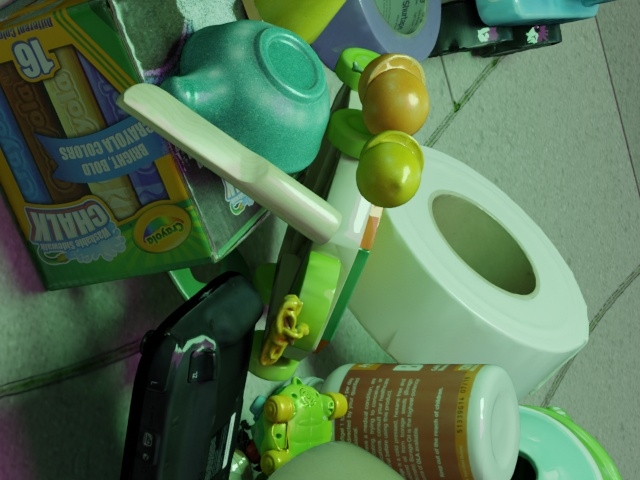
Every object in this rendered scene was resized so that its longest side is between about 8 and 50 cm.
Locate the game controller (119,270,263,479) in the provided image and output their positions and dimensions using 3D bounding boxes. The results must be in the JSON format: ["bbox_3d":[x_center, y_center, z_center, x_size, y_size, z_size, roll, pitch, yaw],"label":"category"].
[{"bbox_3d":[-0.113,0.181,1.389,0.166,0.067,0.319,-55,160,-60],"label":"game controller"}]

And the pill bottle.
[{"bbox_3d":[0.071,0.176,1.634,0.121,0.216,0.121,-1,90,-66],"label":"pill bottle"}]

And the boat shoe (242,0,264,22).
[{"bbox_3d":[-0.045,-0.328,1.684,0.122,0.120,0.324,48,44,-40],"label":"boat shoe"}]

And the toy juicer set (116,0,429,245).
[{"bbox_3d":[-0.023,-0.085,1.326,0.209,0.089,0.329,48,37,-6],"label":"toy juicer set"}]

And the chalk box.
[{"bbox_3d":[-0.144,-0.076,1.416,0.180,0.179,0.289,-45,121,-53],"label":"chalk box"}]

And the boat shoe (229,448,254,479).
[{"bbox_3d":[-0.079,0.257,1.555,0.045,0.050,0.135,-21,99,-39],"label":"boat shoe"}]

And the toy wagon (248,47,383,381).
[{"bbox_3d":[0.000,0.000,1.517,0.344,0.068,0.267,-83,-167,-58],"label":"toy wagon"}]

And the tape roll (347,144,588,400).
[{"bbox_3d":[0.140,0.035,1.773,0.286,0.100,0.286,32,28,-20],"label":"tape roll"}]

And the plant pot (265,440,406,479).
[{"bbox_3d":[0.039,0.340,1.474,0.284,0.191,0.284,-34,136,-40],"label":"plant pot"}]

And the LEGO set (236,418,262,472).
[{"bbox_3d":[-0.068,0.191,1.613,0.083,0.023,0.054,-17,100,-71],"label":"LEGO set"}]

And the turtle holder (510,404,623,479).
[{"bbox_3d":[0.192,0.319,1.757,0.227,0.243,0.320,12,60,-55],"label":"turtle holder"}]

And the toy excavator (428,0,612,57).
[{"bbox_3d":[0.292,-0.352,1.914,0.433,0.445,0.222,-12,92,-58],"label":"toy excavator"}]

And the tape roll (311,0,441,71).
[{"bbox_3d":[0.051,-0.275,1.860,0.189,0.080,0.189,19,67,-54],"label":"tape roll"}]

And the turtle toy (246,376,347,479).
[{"bbox_3d":[-0.031,0.188,1.570,0.095,0.066,0.130,4,91,-46],"label":"turtle toy"}]
